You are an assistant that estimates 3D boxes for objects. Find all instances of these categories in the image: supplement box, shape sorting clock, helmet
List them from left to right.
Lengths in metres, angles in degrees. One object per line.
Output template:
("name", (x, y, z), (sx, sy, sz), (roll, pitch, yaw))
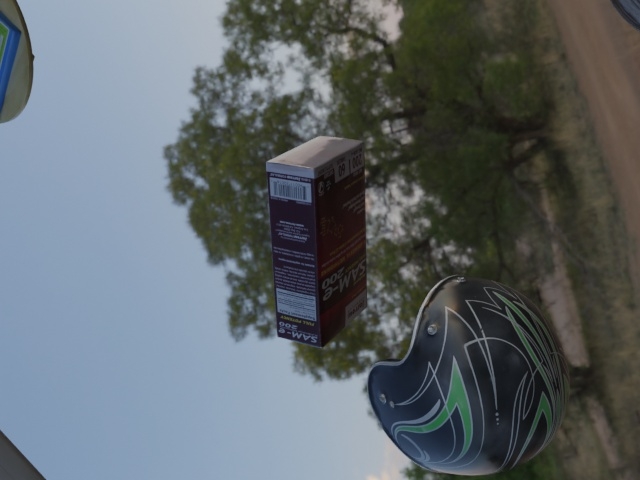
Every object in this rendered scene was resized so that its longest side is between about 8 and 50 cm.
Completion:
("shape sorting clock", (-0.426, -0.249, 0.997), (0.040, 0.206, 0.206), (-36, -68, -50))
("supplement box", (0.000, 0.000, 1.018), (0.130, 0.073, 0.239), (-35, -50, -52))
("helmet", (0.139, 0.120, 0.712), (0.170, 0.161, 0.169), (19, -131, -23))

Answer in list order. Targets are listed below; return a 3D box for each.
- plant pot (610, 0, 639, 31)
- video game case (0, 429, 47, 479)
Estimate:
("plant pot", (0.313, -0.242, 0.619), (0.165, 0.167, 0.166), (-34, -71, -73))
("video game case", (-0.270, 0.046, 0.470), (0.025, 0.285, 0.204), (-43, -44, -25))
